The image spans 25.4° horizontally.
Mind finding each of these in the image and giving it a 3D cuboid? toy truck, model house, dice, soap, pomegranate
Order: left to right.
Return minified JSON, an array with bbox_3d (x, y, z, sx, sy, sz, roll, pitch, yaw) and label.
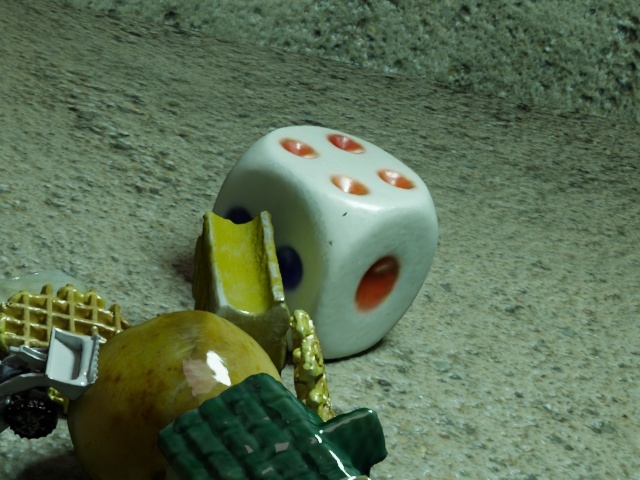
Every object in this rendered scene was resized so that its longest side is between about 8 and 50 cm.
[{"bbox_3d":[-0.416,0.206,1.852,0.111,0.286,0.136,46,19,-29],"label":"toy truck"},{"bbox_3d":[-0.187,0.234,1.887,0.307,0.307,0.307,14,26,-7],"label":"pomegranate"},{"bbox_3d":[-0.120,0.127,2.195,0.143,0.259,0.281,-2,28,-10],"label":"soap"},{"bbox_3d":[0.000,0.000,2.446,0.277,0.304,0.304,-9,37,-42],"label":"dice"},{"bbox_3d":[0.032,0.375,1.632,0.395,0.399,0.445,-7,34,-36],"label":"model house"}]

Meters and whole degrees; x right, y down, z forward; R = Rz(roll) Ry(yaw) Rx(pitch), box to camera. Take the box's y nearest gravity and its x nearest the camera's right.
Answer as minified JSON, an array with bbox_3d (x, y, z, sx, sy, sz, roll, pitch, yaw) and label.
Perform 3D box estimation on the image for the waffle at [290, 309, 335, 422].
[{"bbox_3d":[-0.006,0.220,2.105,0.059,0.243,0.238,-11,25,3],"label":"waffle"}]

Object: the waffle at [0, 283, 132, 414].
[{"bbox_3d":[-0.373,0.159,2.156,0.253,0.056,0.249,-8,47,-48],"label":"waffle"}]

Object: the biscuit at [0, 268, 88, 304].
[{"bbox_3d":[-0.473,0.104,2.250,0.290,0.038,0.141,-8,36,-42],"label":"biscuit"}]
